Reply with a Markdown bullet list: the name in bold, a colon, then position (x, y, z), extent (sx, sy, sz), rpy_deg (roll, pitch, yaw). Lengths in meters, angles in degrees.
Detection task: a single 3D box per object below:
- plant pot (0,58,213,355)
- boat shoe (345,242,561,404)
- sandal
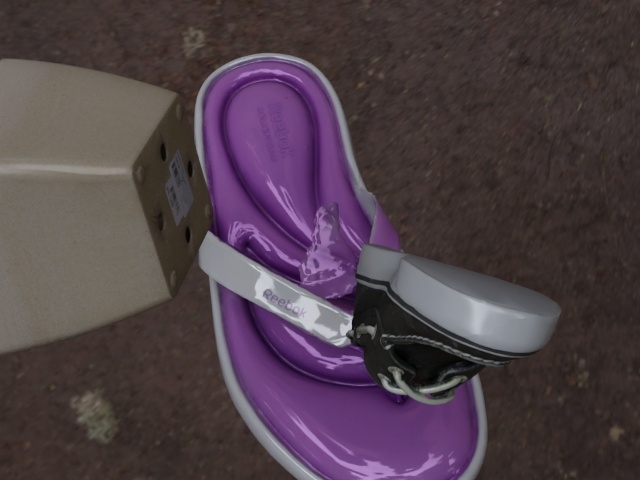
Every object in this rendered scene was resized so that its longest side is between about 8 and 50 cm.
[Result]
- **plant pot**: position (-0.112, -0.019, 0.574), extent (0.096, 0.109, 0.109), rpy_deg (-2, 124, 17)
- **boat shoe**: position (0.060, 0.047, 0.619), extent (0.077, 0.219, 0.070), rpy_deg (15, 91, -8)
- **sandal**: position (-0.014, 0.006, 0.872), extent (0.169, 0.416, 0.102), rpy_deg (-21, 145, -6)
